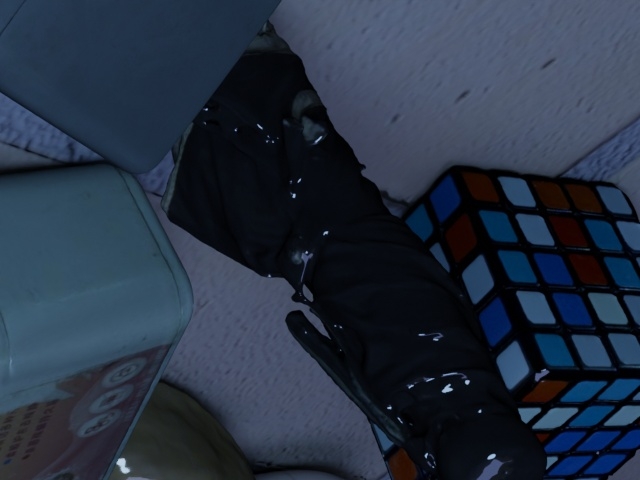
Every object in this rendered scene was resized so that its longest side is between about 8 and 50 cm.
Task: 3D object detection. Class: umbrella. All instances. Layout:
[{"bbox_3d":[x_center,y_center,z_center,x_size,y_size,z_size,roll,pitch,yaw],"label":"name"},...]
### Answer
[{"bbox_3d":[-0.002,-0.002,1.015,0.106,0.357,0.113,-22,149,-18],"label":"umbrella"}]

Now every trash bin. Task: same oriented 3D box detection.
[{"bbox_3d":[-0.116,-0.146,0.909,0.176,0.101,0.236,-55,150,-2],"label":"trash bin"}]

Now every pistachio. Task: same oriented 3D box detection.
[{"bbox_3d":[-0.127,0.183,1.472,0.136,0.135,0.226,-32,143,18],"label":"pistachio"}]

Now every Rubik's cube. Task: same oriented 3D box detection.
[{"bbox_3d":[0.143,0.072,1.400,0.182,0.187,0.184,4,139,-36],"label":"Rubik's cube"}]

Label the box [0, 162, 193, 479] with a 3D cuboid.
[{"bbox_3d":[-0.210,0.080,1.220,0.182,0.175,0.312,-14,151,-31],"label":"box"}]

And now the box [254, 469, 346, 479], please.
[{"bbox_3d":[-0.129,0.318,1.675,0.349,0.141,0.288,-5,145,-25],"label":"box"}]
